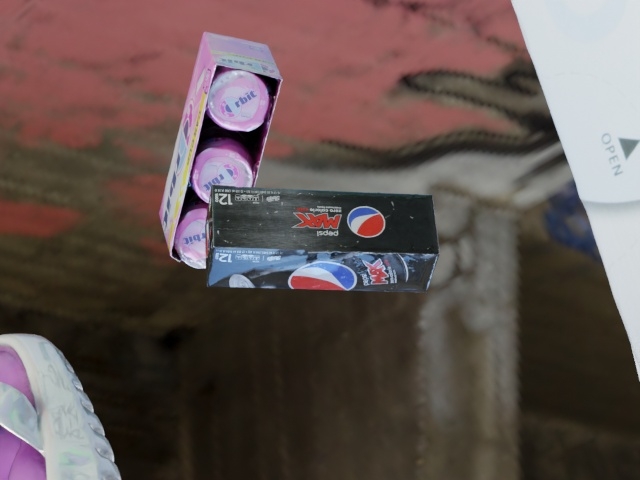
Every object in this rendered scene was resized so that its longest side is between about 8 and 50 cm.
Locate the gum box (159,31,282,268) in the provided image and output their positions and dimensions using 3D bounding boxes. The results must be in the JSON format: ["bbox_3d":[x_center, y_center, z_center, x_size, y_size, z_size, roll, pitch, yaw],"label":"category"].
[{"bbox_3d":[-0.090,-0.075,1.617,0.062,0.188,0.107,11,-161,-13],"label":"gum box"}]

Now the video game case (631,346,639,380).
[{"bbox_3d":[0.232,0.048,1.015,0.143,0.019,0.157,7,-128,-20],"label":"video game case"}]

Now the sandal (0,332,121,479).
[{"bbox_3d":[-0.178,0.139,0.937,0.102,0.416,0.169,12,-86,-21],"label":"sandal"}]

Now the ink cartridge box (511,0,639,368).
[{"bbox_3d":[0.274,-0.099,0.833,0.091,0.385,0.308,-6,-106,-44],"label":"ink cartridge box"}]

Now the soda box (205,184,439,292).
[{"bbox_3d":[0.000,0.000,1.368,0.169,0.053,0.060,2,-125,-8],"label":"soda box"}]
